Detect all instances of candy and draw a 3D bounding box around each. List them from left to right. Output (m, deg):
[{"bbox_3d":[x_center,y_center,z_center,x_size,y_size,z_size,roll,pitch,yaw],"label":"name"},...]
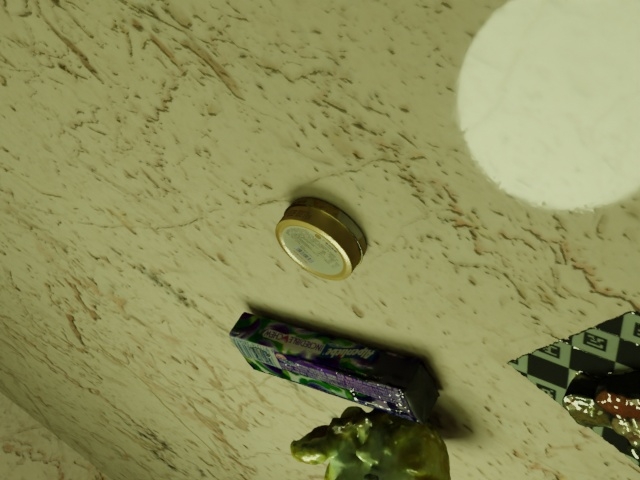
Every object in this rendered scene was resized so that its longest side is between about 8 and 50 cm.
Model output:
[{"bbox_3d":[0.013,0.170,1.252,0.312,0.061,0.088,13,144,36],"label":"candy"}]

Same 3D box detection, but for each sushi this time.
[{"bbox_3d":[0.330,0.186,0.957,0.219,0.047,0.231,38,151,-5],"label":"sushi"}]

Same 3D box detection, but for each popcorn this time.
[{"bbox_3d":[0.068,0.306,1.253,0.212,0.198,0.198,32,151,-3],"label":"popcorn"}]

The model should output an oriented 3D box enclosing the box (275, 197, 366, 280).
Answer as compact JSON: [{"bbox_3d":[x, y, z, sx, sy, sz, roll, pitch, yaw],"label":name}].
[{"bbox_3d":[0.000,0.000,1.038,0.105,0.037,0.105,26,151,16],"label":"box"}]
